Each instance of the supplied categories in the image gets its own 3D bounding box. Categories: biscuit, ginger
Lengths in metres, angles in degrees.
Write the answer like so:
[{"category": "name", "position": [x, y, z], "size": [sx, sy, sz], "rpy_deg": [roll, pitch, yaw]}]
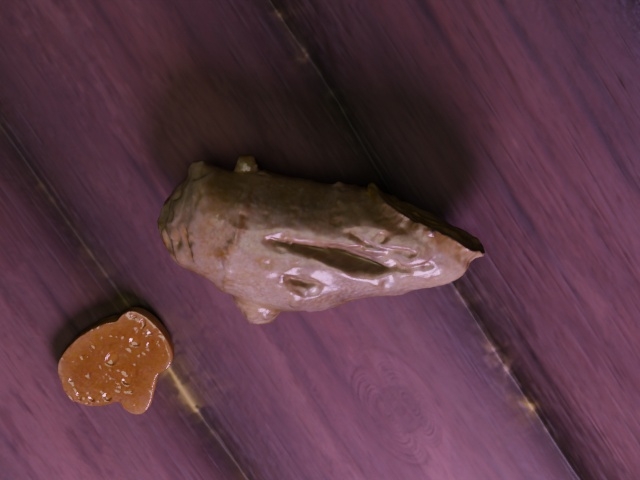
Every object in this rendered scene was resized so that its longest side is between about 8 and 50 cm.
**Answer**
[{"category": "biscuit", "position": [-0.230, 0.145, 1.978], "size": [0.140, 0.023, 0.118], "rpy_deg": [-24, 103, 12]}, {"category": "ginger", "position": [0.000, 0.000, 1.857], "size": [0.354, 0.126, 0.190], "rpy_deg": [0, 102, 7]}]
